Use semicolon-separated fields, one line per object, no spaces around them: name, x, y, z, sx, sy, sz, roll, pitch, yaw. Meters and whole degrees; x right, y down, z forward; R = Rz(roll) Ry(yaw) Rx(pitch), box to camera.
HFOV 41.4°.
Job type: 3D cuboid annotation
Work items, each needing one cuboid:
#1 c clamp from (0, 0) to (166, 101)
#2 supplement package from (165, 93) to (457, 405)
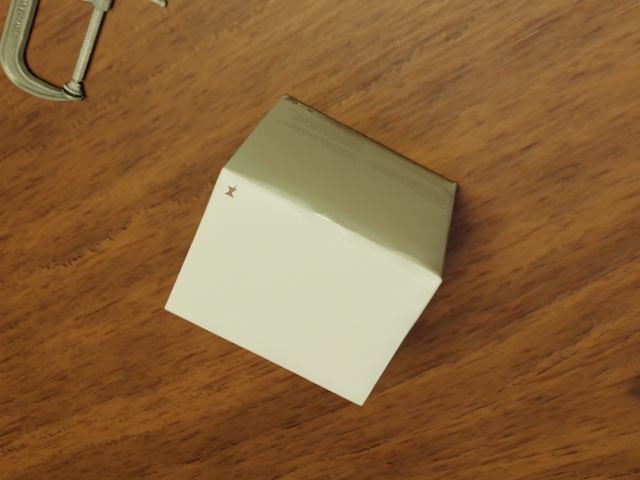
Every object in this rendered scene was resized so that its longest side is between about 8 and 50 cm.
c clamp;-0.243;-0.198;0.820;0.137;0.022;0.161;32;118;-5
supplement package;0.000;0.000;0.764;0.194;0.203;0.149;27;119;-1
